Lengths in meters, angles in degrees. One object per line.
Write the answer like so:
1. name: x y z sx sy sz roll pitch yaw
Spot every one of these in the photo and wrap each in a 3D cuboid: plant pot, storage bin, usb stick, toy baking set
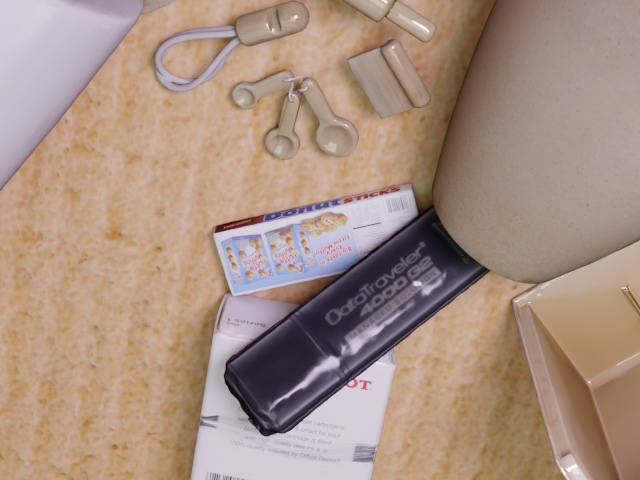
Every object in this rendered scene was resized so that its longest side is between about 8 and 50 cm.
1. plant pot: 0.207 -0.101 0.915 0.256 0.256 0.274 30 128 -10
2. storage bin: 0.309 0.088 0.965 0.262 0.260 0.123 -32 112 15
3. usb stick: 0.044 0.054 1.013 0.278 0.045 0.077 -37 75 -12
4. toy baking set: -0.037 -0.159 0.971 0.256 0.030 0.197 35 128 -9

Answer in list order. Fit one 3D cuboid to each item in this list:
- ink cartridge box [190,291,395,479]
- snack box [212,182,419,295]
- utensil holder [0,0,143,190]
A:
1. ink cartridge box: -0.029 0.170 1.107 0.160 0.092 0.219 11 112 -2
2. snack box: 0.000 0.000 1.070 0.178 0.022 0.064 -12 114 8
3. utensil holder: -0.362 -0.124 0.879 0.327 0.327 0.385 41 107 -14
